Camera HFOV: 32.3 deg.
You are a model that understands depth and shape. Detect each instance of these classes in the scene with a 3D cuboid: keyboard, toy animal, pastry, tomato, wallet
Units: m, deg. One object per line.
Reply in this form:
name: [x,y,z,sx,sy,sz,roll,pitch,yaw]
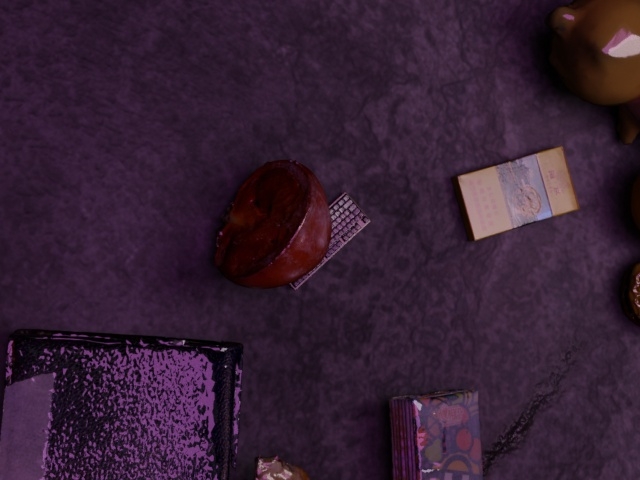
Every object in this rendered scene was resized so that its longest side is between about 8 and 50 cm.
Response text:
keyboard: [0.000,0.000,1.330,0.129,0.015,0.049,-42,99,-14]
toy animal: [0.399,-0.218,1.386,0.281,0.169,0.195,28,115,-11]
pastry: [0.440,0.068,1.438,0.109,0.057,0.097,42,83,-8]
tomato: [-0.044,-0.005,1.265,0.091,0.139,0.159,42,60,-37]
wallet: [-0.222,0.214,1.236,0.262,0.071,0.221,4,91,-13]

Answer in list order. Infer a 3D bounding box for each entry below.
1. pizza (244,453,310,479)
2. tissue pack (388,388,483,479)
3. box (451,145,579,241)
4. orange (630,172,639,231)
pizza: [-0.018,0.344,1.282,0.226,0.069,0.147,32,86,-21]
tissue pack: [0.140,0.256,1.324,0.108,0.060,0.148,-1,88,-38]
box: [0.249,-0.060,1.404,0.155,0.023,0.087,-17,89,-17]
orange: [0.470,-0.043,1.398,0.156,0.156,0.124,28,59,-13]
